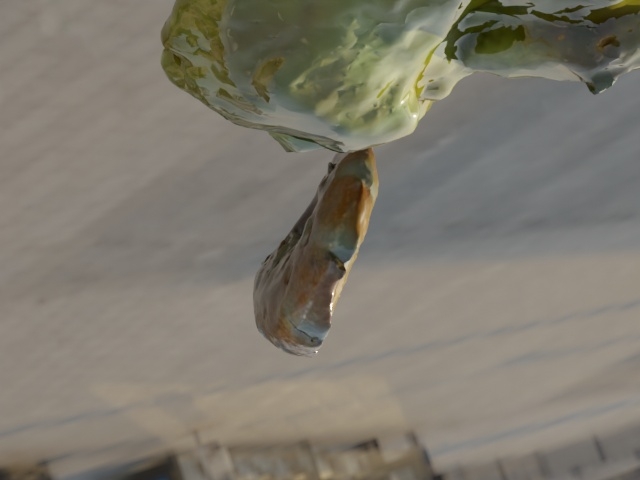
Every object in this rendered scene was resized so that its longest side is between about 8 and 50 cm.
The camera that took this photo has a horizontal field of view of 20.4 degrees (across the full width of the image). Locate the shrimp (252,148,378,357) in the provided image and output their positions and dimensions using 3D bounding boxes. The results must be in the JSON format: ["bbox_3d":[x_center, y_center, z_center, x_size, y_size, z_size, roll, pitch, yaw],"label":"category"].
[{"bbox_3d":[0.000,0.000,1.275,0.062,0.164,0.317,25,178,-4],"label":"shrimp"}]

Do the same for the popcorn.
[{"bbox_3d":[0.037,-0.158,0.755,0.276,0.225,0.276,-21,-164,6],"label":"popcorn"}]
